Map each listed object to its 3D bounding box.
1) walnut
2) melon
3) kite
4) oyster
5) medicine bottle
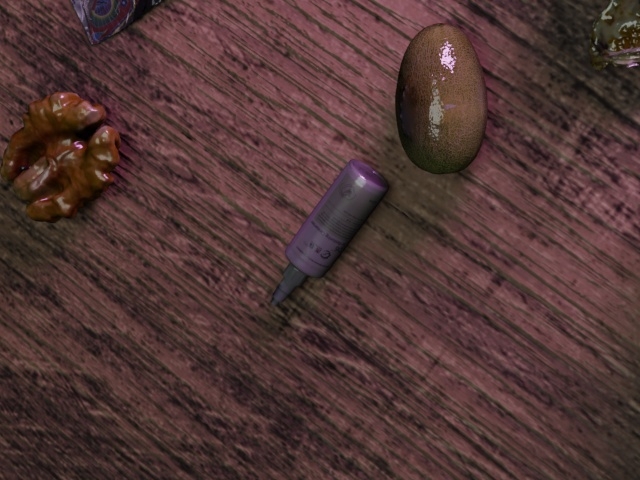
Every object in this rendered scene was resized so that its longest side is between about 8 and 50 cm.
[{"bbox_3d":[-0.316,-0.106,1.464,0.170,0.069,0.143,-35,85,24],"label":"walnut"},{"bbox_3d":[0.128,-0.151,1.259,0.099,0.099,0.162,0,95,22],"label":"melon"},{"bbox_3d":[-0.189,-0.344,1.406,0.286,0.015,0.152,-14,92,23],"label":"kite"},{"bbox_3d":[0.346,-0.226,1.183,0.177,0.056,0.105,-42,74,21],"label":"oyster"},{"bbox_3d":[0.000,0.000,1.355,0.058,0.058,0.199,42,110,12],"label":"medicine bottle"}]
